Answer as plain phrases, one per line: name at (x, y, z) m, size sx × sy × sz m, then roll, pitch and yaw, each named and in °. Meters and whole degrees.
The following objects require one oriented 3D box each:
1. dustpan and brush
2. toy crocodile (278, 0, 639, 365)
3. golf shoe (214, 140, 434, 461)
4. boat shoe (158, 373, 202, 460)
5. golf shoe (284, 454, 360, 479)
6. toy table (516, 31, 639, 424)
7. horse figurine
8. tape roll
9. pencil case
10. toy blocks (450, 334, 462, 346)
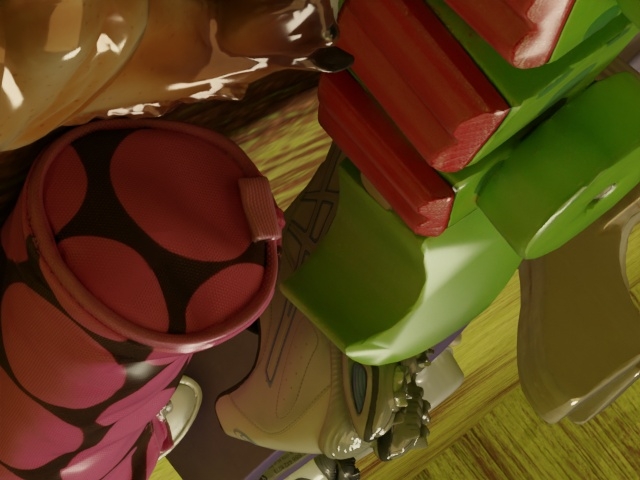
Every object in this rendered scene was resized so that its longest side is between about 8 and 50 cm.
dustpan and brush at (0.093, 0.139, 1.891) m, size 0.147 × 0.060 × 0.211 m, roll -36°, pitch 177°, yaw -21°
toy crocodile at (0.052, -0.069, 0.546) m, size 0.105 × 0.115 × 0.340 m, roll -36°, pitch 167°, yaw -23°
golf shoe at (0.000, 0.000, 0.741) m, size 0.086 × 0.176 × 0.069 m, roll -4°, pitch 145°, yaw 17°
boat shoe at (-0.116, 0.109, 1.010) m, size 0.125 × 0.038 × 0.046 m, roll -45°, pitch 128°, yaw 3°
golf shoe at (-0.024, 0.222, 1.801) m, size 0.094 × 0.077 × 0.198 m, roll -21°, pitch 162°, yaw -13°
toy table at (0.153, -0.027, 1.000) m, size 0.274 × 0.161 × 0.252 m, roll -33°, pitch 167°, yaw -28°
horse figurine at (-0.097, -0.031, 0.370) m, size 0.263 × 0.066 × 0.174 m, roll -37°, pitch 164°, yaw -21°
tape roll at (-0.010, 0.069, 1.093) m, size 0.189 × 0.080 × 0.189 m, roll -36°, pitch 170°, yaw -8°
pencil case at (-0.076, 0.037, 0.681) m, size 0.098 × 0.095 × 0.209 m, roll 0°, pitch 155°, yaw -20°
toy blocks at (0.057, 0.081, 1.464) m, size 0.148 × 0.054 × 0.123 m, roll -42°, pitch 170°, yaw 20°
